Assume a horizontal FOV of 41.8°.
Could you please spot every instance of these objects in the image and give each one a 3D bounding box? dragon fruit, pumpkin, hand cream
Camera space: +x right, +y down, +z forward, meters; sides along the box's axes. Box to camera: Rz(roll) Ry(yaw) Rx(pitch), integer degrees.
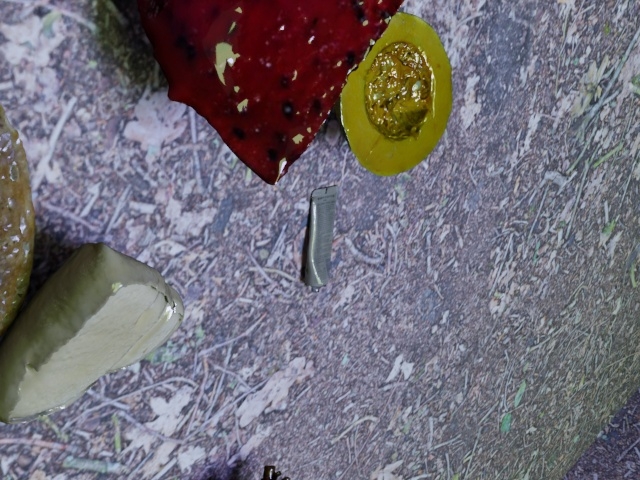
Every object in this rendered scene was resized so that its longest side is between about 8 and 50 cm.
[{"bbox_3d":[-0.047,-0.280,0.843,0.330,0.240,0.302,53,31,-23],"label":"dragon fruit"},{"bbox_3d":[0.078,-0.207,1.144,0.217,0.110,0.217,-16,117,-35],"label":"pumpkin"},{"bbox_3d":[0.000,0.000,1.246,0.057,0.037,0.165,-15,117,-46],"label":"hand cream"}]

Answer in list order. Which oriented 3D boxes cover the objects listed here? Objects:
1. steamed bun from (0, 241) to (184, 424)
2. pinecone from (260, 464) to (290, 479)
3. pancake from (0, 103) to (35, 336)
[{"bbox_3d":[-0.252,0.084,0.914,0.231,0.110,0.212,-46,163,14],"label":"steamed bun"},{"bbox_3d":[-0.117,0.480,1.262,0.243,0.243,0.257,-4,86,-50],"label":"pinecone"},{"bbox_3d":[-0.401,0.006,0.687,0.387,0.082,0.387,-34,140,-35],"label":"pancake"}]
